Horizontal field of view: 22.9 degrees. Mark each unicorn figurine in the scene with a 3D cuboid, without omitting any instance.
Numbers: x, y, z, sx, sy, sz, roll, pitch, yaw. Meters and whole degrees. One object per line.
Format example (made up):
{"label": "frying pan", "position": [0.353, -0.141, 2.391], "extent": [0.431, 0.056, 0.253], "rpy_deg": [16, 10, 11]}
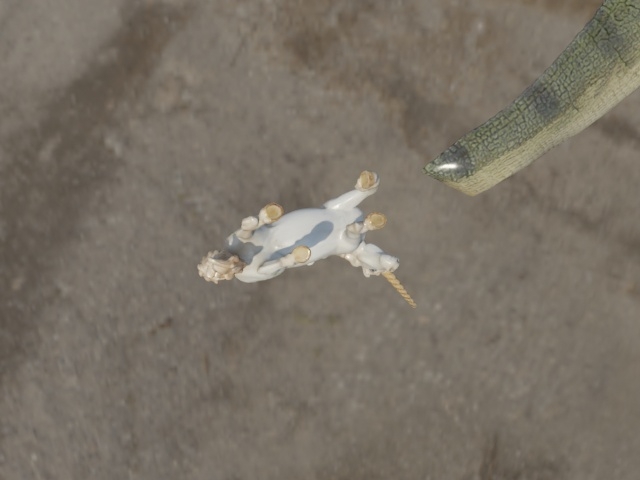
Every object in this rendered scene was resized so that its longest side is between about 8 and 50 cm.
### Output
{"label": "unicorn figurine", "position": [0.000, 0.000, 0.951], "extent": [0.162, 0.111, 0.060], "rpy_deg": [0, 74, -19]}

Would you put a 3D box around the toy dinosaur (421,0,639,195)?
{"label": "toy dinosaur", "position": [0.139, -0.097, 0.287], "extent": [0.118, 0.268, 0.064], "rpy_deg": [29, 17, -15]}
